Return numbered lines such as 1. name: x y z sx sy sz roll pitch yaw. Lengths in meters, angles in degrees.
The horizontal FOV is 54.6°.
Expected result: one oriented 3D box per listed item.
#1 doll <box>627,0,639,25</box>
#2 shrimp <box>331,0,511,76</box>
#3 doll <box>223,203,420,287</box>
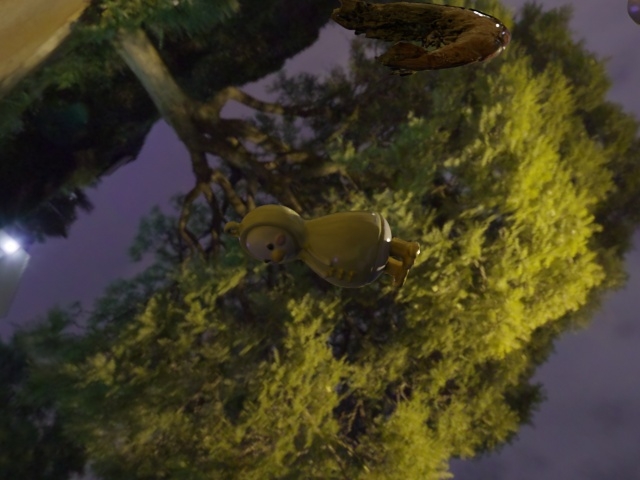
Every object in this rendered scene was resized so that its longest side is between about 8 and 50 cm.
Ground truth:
1. doll: 0.437 -0.227 0.667 0.138 0.293 0.119 -37 163 -27
2. shrimp: 0.120 -0.296 0.899 0.290 0.054 0.222 20 -136 26
3. doll: -0.001 0.010 0.956 0.141 0.296 0.117 106 -15 -55
